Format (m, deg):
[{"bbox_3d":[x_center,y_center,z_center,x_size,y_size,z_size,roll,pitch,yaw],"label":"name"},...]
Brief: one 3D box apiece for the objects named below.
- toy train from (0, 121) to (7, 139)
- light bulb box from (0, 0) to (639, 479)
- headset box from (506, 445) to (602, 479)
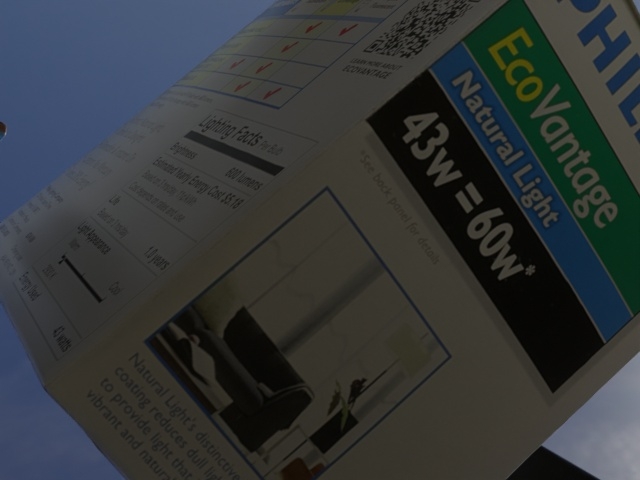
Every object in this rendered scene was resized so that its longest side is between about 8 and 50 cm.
[{"bbox_3d":[-0.311,-0.101,0.777,0.184,0.080,0.105,34,-147,-34],"label":"toy train"},{"bbox_3d":[0.000,0.000,0.721,0.361,0.225,0.358,-40,-157,-10],"label":"light bulb box"},{"bbox_3d":[0.176,0.328,1.059,0.283,0.246,0.131,32,162,-35],"label":"headset box"}]
